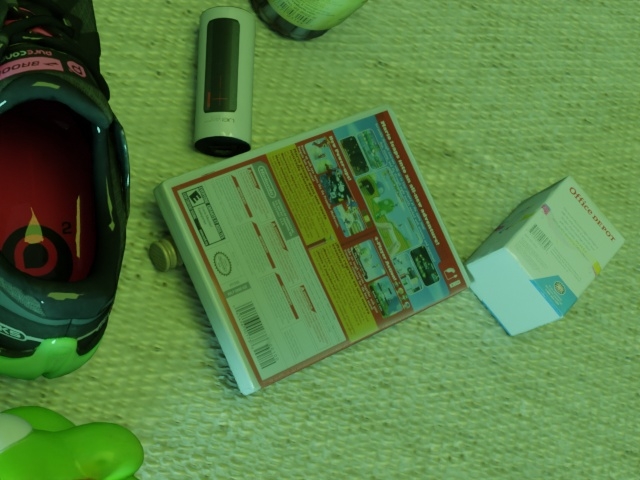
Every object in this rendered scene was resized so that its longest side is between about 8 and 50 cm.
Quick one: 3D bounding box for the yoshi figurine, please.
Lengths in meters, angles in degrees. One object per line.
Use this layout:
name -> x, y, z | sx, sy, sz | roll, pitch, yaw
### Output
yoshi figurine -> -0.316, 0.199, 1.054 | 0.362, 0.204, 0.203 | -4, 35, -14

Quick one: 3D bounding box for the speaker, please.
speaker -> -0.090, -0.149, 1.319 | 0.055, 0.055, 0.136 | 10, 70, -24

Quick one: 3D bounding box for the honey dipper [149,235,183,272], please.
honey dipper -> -0.084, -0.012, 1.292 | 0.160, 0.030, 0.030 | -24, 86, -33

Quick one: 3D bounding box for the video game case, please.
video game case -> 0.000, 0.000, 1.314 | 0.285, 0.025, 0.204 | -22, 87, -37

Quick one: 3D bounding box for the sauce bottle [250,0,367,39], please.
sauce bottle -> 0.050, -0.294, 1.270 | 0.111, 0.344, 0.111 | 8, 72, -27

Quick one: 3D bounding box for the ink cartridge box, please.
ink cartridge box -> 0.228, 0.011, 1.411 | 0.092, 0.090, 0.143 | 50, 58, -5

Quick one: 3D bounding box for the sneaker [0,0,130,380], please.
sneaker -> -0.236, -0.133, 1.152 | 0.185, 0.202, 0.483 | -8, 78, -30
